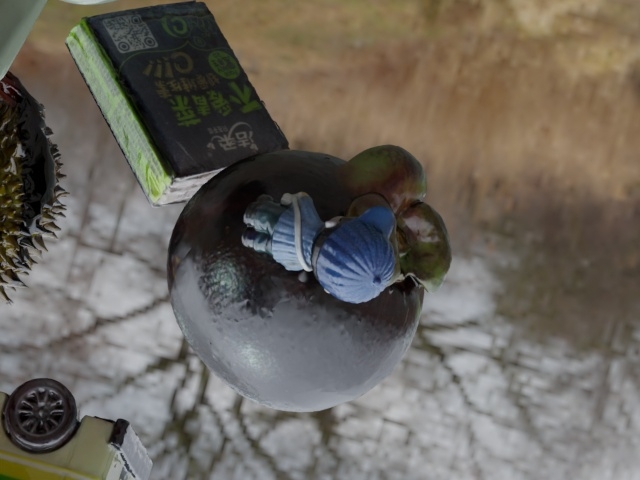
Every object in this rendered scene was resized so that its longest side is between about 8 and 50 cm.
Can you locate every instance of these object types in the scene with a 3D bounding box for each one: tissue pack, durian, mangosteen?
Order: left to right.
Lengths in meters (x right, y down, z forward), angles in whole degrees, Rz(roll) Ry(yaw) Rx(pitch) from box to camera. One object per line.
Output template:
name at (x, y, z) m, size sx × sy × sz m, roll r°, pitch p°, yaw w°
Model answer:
durian at (-0.490, -0.085, 2.268) m, size 0.348 × 0.347 × 0.384 m, roll 15°, pitch -157°, yaw -19°
tissue pack at (-0.159, -0.157, 2.016) m, size 0.173 × 0.073 × 0.235 m, roll -15°, pitch -115°, yaw -37°
mangosteen at (-0.011, 0.032, 1.826) m, size 0.288 × 0.288 × 0.288 m, roll 15°, pitch -177°, yaw -1°

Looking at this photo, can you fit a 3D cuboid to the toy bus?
toy bus at (-0.303, 0.185, 1.386) m, size 0.306 × 0.179 × 0.143 m, roll 15°, pitch 162°, yaw 8°

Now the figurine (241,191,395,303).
figurine at (0.000, 0.000, 1.624) m, size 0.149 × 0.086 × 0.087 m, roll 19°, pitch -158°, yaw 22°

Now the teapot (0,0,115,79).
teapot at (-0.259, -0.286, 1.746) m, size 0.318 × 0.149 × 0.220 m, roll -28°, pitch -143°, yaw -25°
